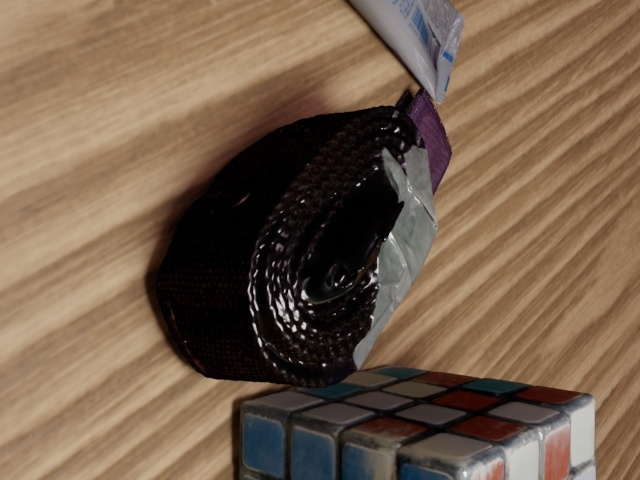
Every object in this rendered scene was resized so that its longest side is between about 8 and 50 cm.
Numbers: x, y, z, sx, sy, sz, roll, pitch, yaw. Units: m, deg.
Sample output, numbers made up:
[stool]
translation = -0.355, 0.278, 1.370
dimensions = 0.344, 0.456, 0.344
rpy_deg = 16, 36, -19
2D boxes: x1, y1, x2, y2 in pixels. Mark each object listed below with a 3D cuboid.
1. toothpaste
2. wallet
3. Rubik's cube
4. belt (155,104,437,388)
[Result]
[toothpaste]
translation = 0.076, -0.256, 0.966
dimensions = 0.299, 0.073, 0.113
rpy_deg = 32, 68, -53
[wallet]
translation = 0.095, -0.074, 1.022
dimensions = 0.111, 0.030, 0.165
rpy_deg = 53, 55, -36
[Rubik's cube]
translation = 0.093, 0.270, 0.878
dimensions = 0.253, 0.256, 0.258
rpy_deg = -4, 97, -49
[belt]
translation = 0.000, 0.000, 0.820
dimensions = 0.184, 0.164, 0.289
rpy_deg = 57, 50, -28
